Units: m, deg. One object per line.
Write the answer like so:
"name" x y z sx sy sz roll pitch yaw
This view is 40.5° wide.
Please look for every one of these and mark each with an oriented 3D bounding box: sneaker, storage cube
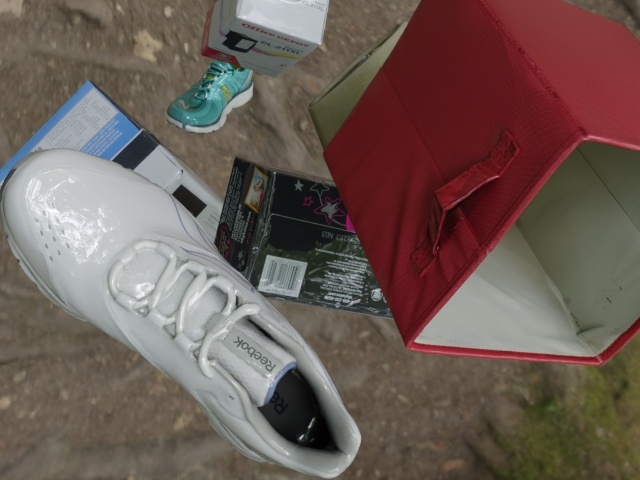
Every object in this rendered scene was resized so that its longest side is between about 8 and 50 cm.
"sneaker" -0.077 0.047 0.567 0.297 0.129 0.111 43 74 -20
"storage cube" 0.142 -0.048 0.597 0.215 0.193 0.183 9 131 -31
"sneaker" -0.210 -0.295 1.665 0.107 0.275 0.110 25 131 7

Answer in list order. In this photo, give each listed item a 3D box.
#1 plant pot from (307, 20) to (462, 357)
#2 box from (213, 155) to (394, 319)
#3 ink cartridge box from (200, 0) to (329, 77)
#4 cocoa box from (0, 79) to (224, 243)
"plant pot" 0.123 -0.070 0.858 0.256 0.256 0.274 -42 101 8
"box" 0.000 0.000 1.143 0.247 0.142 0.163 12 98 -27
"ink cartridge box" -0.083 -0.302 1.228 0.127 0.175 0.072 13 80 -21
"cocoa box" -0.310 -0.053 1.401 0.231 0.228 0.347 -47 163 -2
